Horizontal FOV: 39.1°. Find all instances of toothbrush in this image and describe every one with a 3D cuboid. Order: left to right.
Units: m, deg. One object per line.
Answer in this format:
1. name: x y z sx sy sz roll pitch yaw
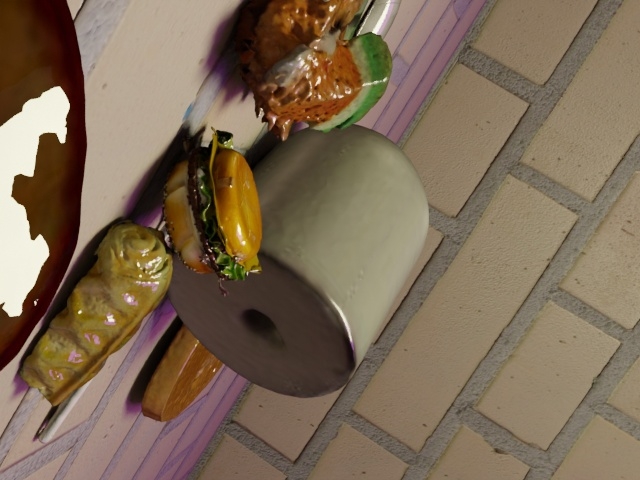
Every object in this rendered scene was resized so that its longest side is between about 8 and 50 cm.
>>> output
1. toothbrush: -0.262 0.099 1.173 0.418 0.040 0.042 -54 -173 11

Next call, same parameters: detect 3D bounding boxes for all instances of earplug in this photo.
1. earplug: 0.000 0.000 1.389 0.394 0.312 0.313 -53 172 -38

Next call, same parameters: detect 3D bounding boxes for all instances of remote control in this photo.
1. remote control: 0.112 -0.388 1.497 0.229 0.044 0.073 -58 170 12

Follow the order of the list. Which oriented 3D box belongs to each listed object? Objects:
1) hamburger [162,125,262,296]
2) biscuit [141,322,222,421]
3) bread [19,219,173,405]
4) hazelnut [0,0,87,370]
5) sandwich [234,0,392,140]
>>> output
1. hamburger: -0.127 -0.039 1.056 0.164 0.093 0.190 65 20 -58
2. biscuit: -0.213 0.171 1.701 0.365 0.062 0.385 -60 173 9
3. bread: -0.247 0.086 1.022 0.232 0.088 0.128 -53 166 13
4. hazelnut: -0.194 -0.044 0.340 0.229 0.229 0.229 -56 173 -10
5. sandwich: 0.005 -0.217 1.056 0.250 0.162 0.301 -65 173 25
